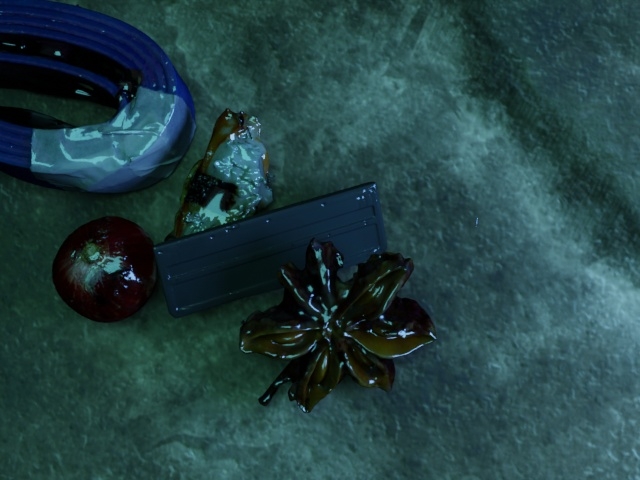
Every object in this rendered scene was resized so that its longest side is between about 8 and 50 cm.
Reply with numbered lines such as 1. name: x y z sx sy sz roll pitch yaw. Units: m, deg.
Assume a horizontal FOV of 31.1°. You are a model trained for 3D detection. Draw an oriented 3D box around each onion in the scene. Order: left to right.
1. onion: -0.251 0.034 1.361 0.131 0.131 0.131 -1 79 6

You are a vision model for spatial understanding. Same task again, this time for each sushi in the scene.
1. sushi: -0.114 -0.041 1.367 0.097 0.103 0.226 21 97 -26

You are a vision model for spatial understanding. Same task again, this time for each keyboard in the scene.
1. keyboard: -0.003 -0.005 1.347 0.381 0.041 0.104 -14 112 -9

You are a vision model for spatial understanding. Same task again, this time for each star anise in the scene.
1. star anise: 0.017 0.086 1.309 0.220 0.190 0.126 -9 36 3

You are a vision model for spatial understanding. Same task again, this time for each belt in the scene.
1. belt: -0.331 -0.177 1.409 0.346 0.117 0.213 14 79 9
